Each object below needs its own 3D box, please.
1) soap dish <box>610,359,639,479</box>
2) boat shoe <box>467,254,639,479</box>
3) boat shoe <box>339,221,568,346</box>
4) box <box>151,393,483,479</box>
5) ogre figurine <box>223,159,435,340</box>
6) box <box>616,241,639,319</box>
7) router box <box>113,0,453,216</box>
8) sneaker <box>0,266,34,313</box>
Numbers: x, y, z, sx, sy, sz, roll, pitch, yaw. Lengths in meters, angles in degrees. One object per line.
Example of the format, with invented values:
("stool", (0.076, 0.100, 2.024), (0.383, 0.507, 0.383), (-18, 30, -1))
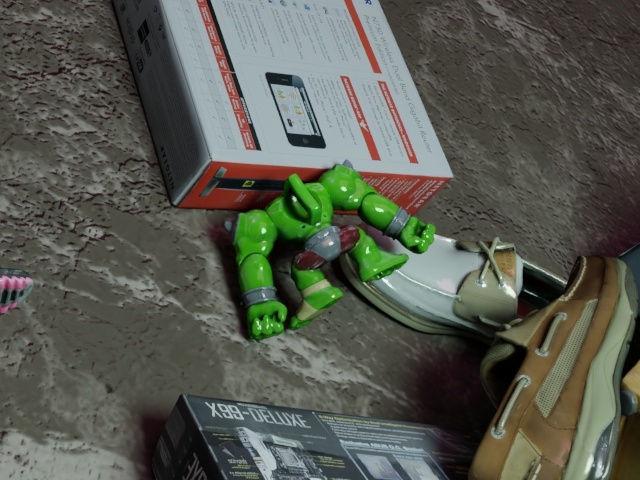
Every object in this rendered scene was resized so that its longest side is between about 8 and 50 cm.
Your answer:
("soap dish", (0.356, 0.251, 1.008), (0.118, 0.228, 0.291), (-10, 36, -29))
("boat shoe", (0.202, 0.110, 1.014), (0.120, 0.122, 0.324), (15, 34, 10))
("boat shoe", (0.166, 0.044, 1.184), (0.302, 0.103, 0.113), (23, 46, -21))
("box", (0.049, 0.229, 0.893), (0.308, 0.076, 0.242), (12, 21, -31))
("ogre figurine", (0.000, 0.000, 1.079), (0.118, 0.197, 0.097), (59, 2, 11))
("box", (0.633, 0.189, 1.240), (0.472, 0.297, 0.479), (17, 48, -43))
("router box", (-0.048, -0.187, 1.218), (0.301, 0.082, 0.335), (2, 57, -37))
("sneaker", (-0.283, 0.028, 0.903), (0.119, 0.047, 0.057), (-1, 47, -39))
